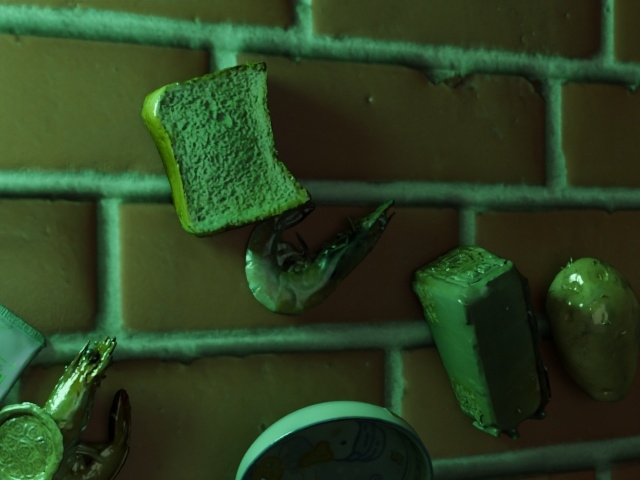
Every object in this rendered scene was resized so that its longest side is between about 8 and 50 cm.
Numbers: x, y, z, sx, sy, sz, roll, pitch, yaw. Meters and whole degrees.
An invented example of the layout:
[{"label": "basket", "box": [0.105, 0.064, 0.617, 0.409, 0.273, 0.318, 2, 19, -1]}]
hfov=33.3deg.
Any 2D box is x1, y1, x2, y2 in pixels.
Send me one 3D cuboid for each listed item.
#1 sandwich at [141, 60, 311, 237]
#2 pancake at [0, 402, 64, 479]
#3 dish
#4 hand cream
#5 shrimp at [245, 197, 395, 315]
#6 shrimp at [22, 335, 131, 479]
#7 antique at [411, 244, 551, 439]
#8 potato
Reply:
[{"label": "sandwich", "box": [-0.129, -0.122, 1.448, 0.186, 0.065, 0.215, -18, 95, -24]}, {"label": "pancake", "box": [-0.369, 0.256, 1.329, 0.115, 0.011, 0.115, -1, 83, 10]}, {"label": "dish", "box": [0.008, 0.308, 1.489, 0.273, 0.134, 0.273, -6, 122, -9]}, {"label": "hand cream", "box": [-0.447, 0.210, 1.312, 0.275, 0.050, 0.079, -57, 139, -20]}, {"label": "shrimp", "box": [0.001, 0.000, 1.526, 0.251, 0.052, 0.143, -39, 99, -22]}, {"label": "shrimp", "box": [-0.297, 0.236, 1.374, 0.133, 0.053, 0.236, 22, 85, -20]}, {"label": "antique", "box": [0.254, 0.161, 1.615, 0.125, 0.150, 0.284, -27, 110, -20]}, {"label": "potato", "box": [0.438, 0.145, 1.700, 0.161, 0.128, 0.235, 1, 95, -22]}]
